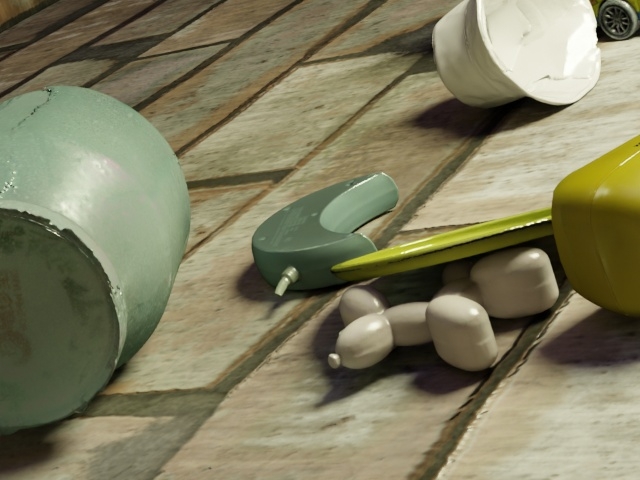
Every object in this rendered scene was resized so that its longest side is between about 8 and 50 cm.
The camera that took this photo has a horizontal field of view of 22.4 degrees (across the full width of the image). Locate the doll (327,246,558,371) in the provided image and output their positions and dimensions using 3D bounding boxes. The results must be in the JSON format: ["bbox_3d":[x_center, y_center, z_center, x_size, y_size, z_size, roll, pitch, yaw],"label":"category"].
[{"bbox_3d":[0.084,0.057,1.257,0.160,0.059,0.161,-1,26,43],"label":"doll"}]

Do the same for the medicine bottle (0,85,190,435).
[{"bbox_3d":[-0.247,0.017,1.407,0.245,0.245,0.290,-16,17,9],"label":"medicine bottle"}]

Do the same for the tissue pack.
[{"bbox_3d":[0.270,-0.022,1.193,0.178,0.123,0.127,-28,21,-26],"label":"tissue pack"}]

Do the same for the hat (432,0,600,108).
[{"bbox_3d":[0.202,-0.219,1.782,0.126,0.203,0.203,-23,11,44],"label":"hat"}]

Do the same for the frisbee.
[{"bbox_3d":[0.122,0.001,1.344,0.236,0.017,0.236,-14,2,0],"label":"frisbee"}]

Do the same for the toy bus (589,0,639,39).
[{"bbox_3d":[0.311,-0.341,1.971,0.288,0.175,0.138,0,28,44],"label":"toy bus"}]

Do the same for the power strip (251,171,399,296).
[{"bbox_3d":[0.000,0.000,1.524,0.137,0.044,0.216,-14,19,17],"label":"power strip"}]
